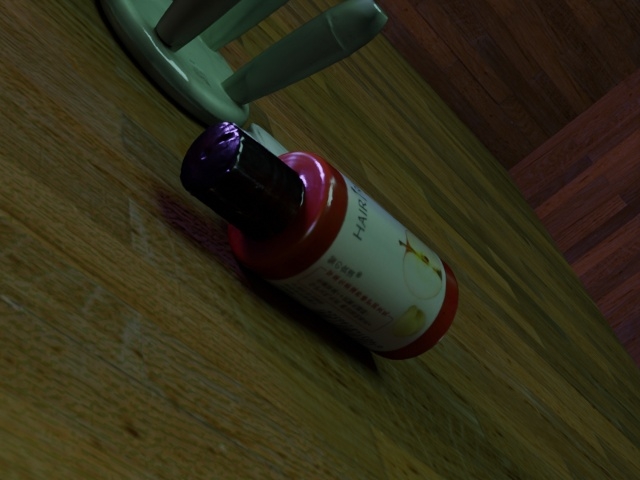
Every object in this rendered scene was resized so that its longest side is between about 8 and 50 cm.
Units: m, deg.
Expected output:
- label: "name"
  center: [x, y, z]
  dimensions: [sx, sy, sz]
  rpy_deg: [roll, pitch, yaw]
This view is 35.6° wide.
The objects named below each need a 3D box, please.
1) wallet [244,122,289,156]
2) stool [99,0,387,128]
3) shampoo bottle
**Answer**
- label: "wallet"
  center: [-0.015, -0.048, 1.011]
  dimensions: [0.190, 0.033, 0.095]
  rpy_deg: [35, 20, -48]
- label: "stool"
  center: [-0.080, -0.236, 0.951]
  dimensions: [0.195, 0.198, 0.195]
  rpy_deg: [34, 23, -44]
- label: "shampoo bottle"
  center: [0.000, 0.000, 0.799]
  dimensions: [0.278, 0.104, 0.104]
  rpy_deg: [37, 20, -42]
